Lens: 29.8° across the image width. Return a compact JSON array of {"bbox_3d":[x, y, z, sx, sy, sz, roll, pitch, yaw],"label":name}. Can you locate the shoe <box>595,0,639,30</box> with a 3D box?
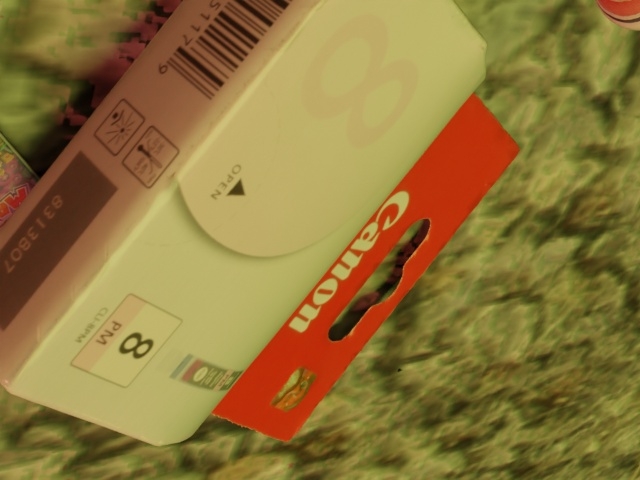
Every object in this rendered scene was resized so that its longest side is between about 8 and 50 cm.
[{"bbox_3d":[0.127,-0.165,0.438,0.081,0.063,0.178,-2,121,-41],"label":"shoe"}]

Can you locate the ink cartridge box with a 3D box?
[{"bbox_3d":[0.000,0.000,0.467,0.189,0.066,0.232,-51,141,2],"label":"ink cartridge box"}]

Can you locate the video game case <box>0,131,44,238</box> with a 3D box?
[{"bbox_3d":[-0.136,-0.010,0.371,0.087,0.011,0.122,-40,144,-7],"label":"video game case"}]
